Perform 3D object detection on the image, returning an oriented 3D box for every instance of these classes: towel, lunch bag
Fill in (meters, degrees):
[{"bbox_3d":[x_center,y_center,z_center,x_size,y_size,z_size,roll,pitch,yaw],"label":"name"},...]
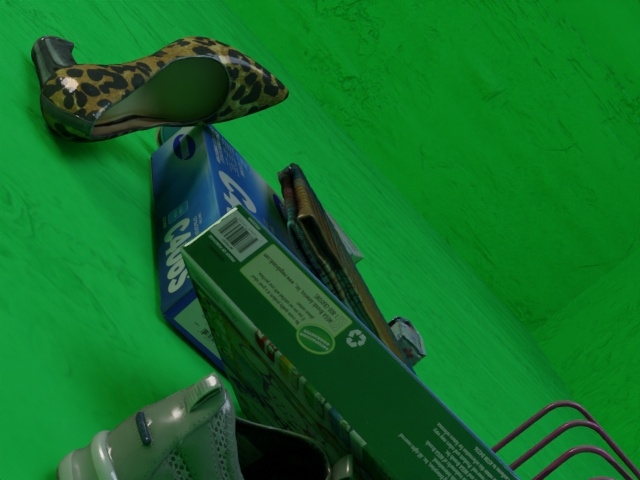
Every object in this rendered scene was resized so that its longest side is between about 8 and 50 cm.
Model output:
[{"bbox_3d":[0.056,0.107,1.120,0.370,0.040,0.271,61,3,-14],"label":"towel"},{"bbox_3d":[0.084,0.131,1.335,0.053,0.071,0.083,44,13,-10],"label":"lunch bag"}]

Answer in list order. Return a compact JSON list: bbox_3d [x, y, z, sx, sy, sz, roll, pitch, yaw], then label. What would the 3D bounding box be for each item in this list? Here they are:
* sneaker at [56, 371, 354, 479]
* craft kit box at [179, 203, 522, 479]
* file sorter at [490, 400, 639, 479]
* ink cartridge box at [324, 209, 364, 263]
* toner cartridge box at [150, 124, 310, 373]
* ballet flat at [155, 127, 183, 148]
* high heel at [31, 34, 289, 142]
[{"bbox_3d":[-0.011,0.172,0.630,0.281,0.115,0.105,41,13,-42],"label":"sneaker"},{"bbox_3d":[0.021,0.130,0.730,0.250,0.061,0.246,44,-16,29],"label":"craft kit box"},{"bbox_3d":[0.266,0.316,1.126,0.202,0.182,0.290,48,10,-9],"label":"file sorter"},{"bbox_3d":[0.000,0.000,1.503,0.088,0.052,0.122,52,9,15],"label":"ink cartridge box"},{"bbox_3d":[-0.075,0.014,1.050,0.165,0.075,0.348,47,10,-26],"label":"toner cartridge box"},{"bbox_3d":[-0.129,-0.070,1.237,0.168,0.057,0.052,50,-19,-19],"label":"ballet flat"},{"bbox_3d":[-0.133,-0.124,1.038,0.261,0.093,0.186,4,27,-23],"label":"high heel"}]
